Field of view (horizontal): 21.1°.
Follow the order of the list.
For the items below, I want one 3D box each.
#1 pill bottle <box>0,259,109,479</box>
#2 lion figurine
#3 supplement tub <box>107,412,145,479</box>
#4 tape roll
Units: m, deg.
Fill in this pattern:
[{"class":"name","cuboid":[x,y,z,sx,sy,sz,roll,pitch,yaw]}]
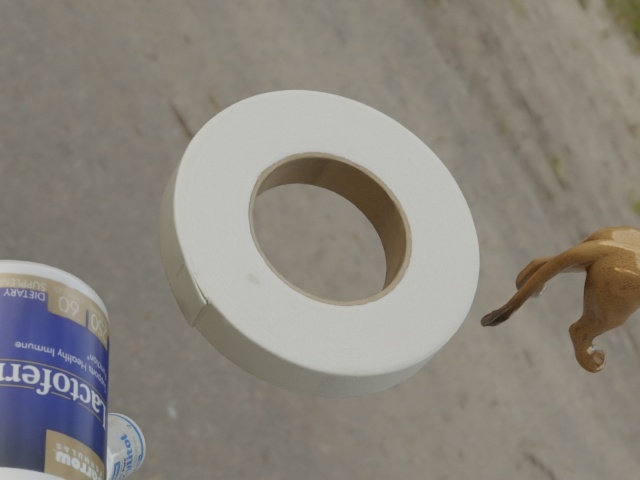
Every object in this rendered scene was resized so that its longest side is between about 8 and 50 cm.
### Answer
[{"class":"pill bottle","cuboid":[-0.230,0.159,1.242,0.153,0.153,0.264,35,39,-41]},{"class":"lion figurine","cuboid":[0.384,0.048,1.785,0.392,0.240,0.142,1,63,-14]},{"class":"supplement tub","cuboid":[-0.226,0.217,1.724,0.071,0.071,0.107,63,18,2]},{"class":"tape roll","cuboid":[0.000,0.000,2.040,0.392,0.072,0.392,10,59,-17]}]
